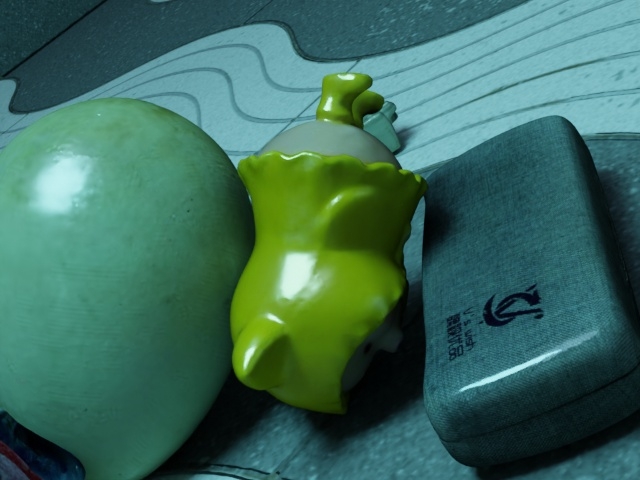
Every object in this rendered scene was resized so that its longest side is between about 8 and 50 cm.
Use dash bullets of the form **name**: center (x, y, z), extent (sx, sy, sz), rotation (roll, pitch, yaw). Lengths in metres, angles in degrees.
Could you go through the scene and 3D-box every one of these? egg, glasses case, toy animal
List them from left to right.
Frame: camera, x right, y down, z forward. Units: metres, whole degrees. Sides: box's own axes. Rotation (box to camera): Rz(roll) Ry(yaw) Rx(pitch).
- **egg**: center (-0.158, 0.040, 0.918), extent (0.218, 0.295, 0.218), rotation (6, -3, 0)
- **toy animal**: center (0.001, 0.001, 0.844), extent (0.156, 0.156, 0.229), rotation (5, 81, 55)
- **glasses case**: center (0.135, 0.019, 0.813), extent (0.131, 0.074, 0.323), rotation (-26, 24, 17)

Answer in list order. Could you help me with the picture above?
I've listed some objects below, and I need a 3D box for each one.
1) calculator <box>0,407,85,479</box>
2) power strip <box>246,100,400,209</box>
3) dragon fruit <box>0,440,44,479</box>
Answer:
- **calculator**: center (-0.298, 0.147, 0.844), extent (0.173, 0.293, 0.051), rotation (-45, 19, 33)
- **power strip**: center (-0.045, -0.051, 1.216), extent (0.286, 0.048, 0.080), rotation (-32, 21, 0)
- **dragon fruit**: center (-0.281, 0.236, 0.700), extent (0.291, 0.250, 0.269), rotation (-39, 15, 20)
